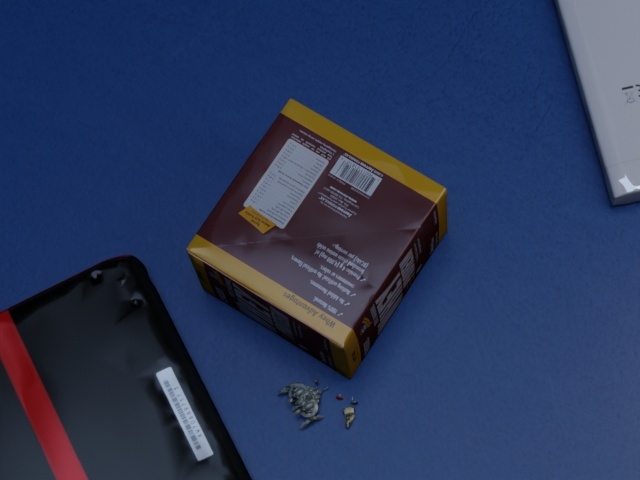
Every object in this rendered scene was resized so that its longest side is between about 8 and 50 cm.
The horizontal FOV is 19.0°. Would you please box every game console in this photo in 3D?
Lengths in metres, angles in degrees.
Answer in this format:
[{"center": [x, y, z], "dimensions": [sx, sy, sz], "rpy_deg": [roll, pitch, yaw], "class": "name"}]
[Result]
[{"center": [-0.261, 0.242, 1.928], "dimensions": [0.342, 0.060, 0.387], "rpy_deg": [-25, 72, -9], "class": "game console"}]

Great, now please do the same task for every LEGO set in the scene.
[{"center": [-0.004, 0.164, 1.943], "dimensions": [0.083, 0.023, 0.054], "rpy_deg": [-2, 71, 4], "class": "LEGO set"}]

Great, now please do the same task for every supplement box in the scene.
[{"center": [0.000, 0.000, 1.943], "dimensions": [0.191, 0.129, 0.194], "rpy_deg": [31, 76, 13], "class": "supplement box"}]

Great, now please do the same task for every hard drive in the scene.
[{"center": [0.378, -0.228, 2.034], "dimensions": [0.233, 0.047, 0.353], "rpy_deg": [-13, 72, 0], "class": "hard drive"}]
